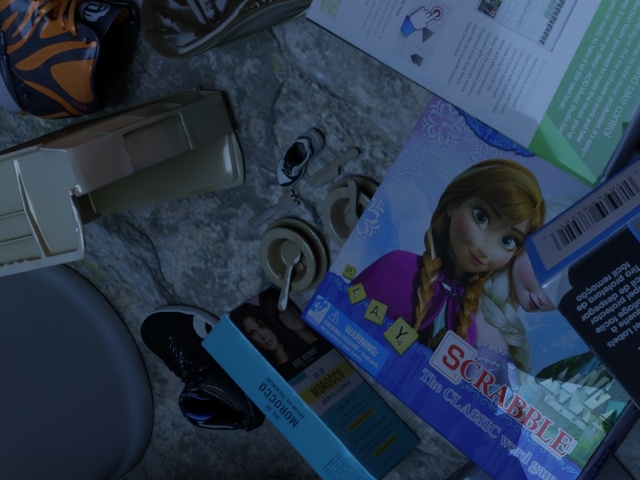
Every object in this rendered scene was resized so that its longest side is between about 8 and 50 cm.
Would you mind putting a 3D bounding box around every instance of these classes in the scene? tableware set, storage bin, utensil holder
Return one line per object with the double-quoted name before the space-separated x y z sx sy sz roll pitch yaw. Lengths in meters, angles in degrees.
"tableware set" 0.000 0.000 1.545 0.194 0.039 0.128 -32 90 40
"storage bin" -0.258 -0.061 1.560 0.260 0.262 0.123 -10 102 38
"utensil holder" -0.448 0.234 1.749 0.327 0.385 0.328 14 117 29

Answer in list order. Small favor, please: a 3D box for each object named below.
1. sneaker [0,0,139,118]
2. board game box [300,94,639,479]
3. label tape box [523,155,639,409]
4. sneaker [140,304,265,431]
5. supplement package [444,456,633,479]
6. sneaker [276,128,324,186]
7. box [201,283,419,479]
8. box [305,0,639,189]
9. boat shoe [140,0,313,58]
"sneaker" -0.296 -0.287 1.593 0.180 0.124 0.321 5 124 30
"board game box" 0.181 0.033 1.315 0.318 0.066 0.318 38 106 26
"label tape box" 0.359 0.066 1.148 0.240 0.106 0.334 -38 106 12
"sneaker" -0.146 0.148 1.664 0.217 0.121 0.079 22 121 26
"supplement package" 0.181 0.331 1.460 0.199 0.198 0.263 50 130 8
"sneaker" -0.030 -0.085 1.531 0.032 0.037 0.083 43 130 10
"box" -0.010 0.167 1.589 0.244 0.100 0.060 47 128 9
"box" 0.163 -0.220 1.234 0.322 0.058 0.232 35 114 23
"boat shoe" -0.036 -0.268 1.417 0.302 0.098 0.109 -26 86 26
